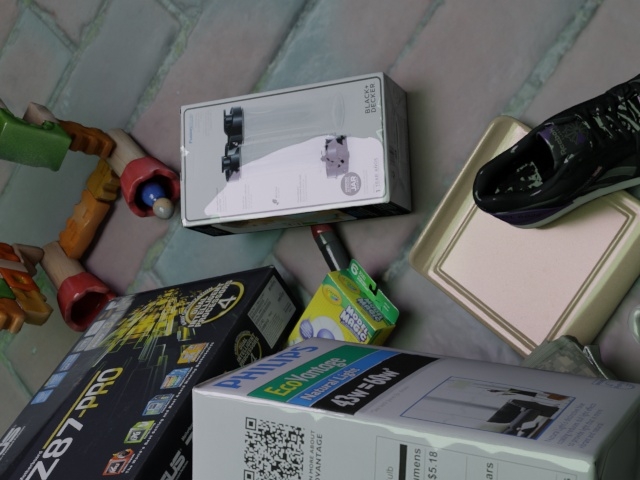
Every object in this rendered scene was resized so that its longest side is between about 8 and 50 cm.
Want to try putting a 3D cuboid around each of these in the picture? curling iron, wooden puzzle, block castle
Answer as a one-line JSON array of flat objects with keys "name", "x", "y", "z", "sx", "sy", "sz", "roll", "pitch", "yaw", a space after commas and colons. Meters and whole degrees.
[{"name": "curling iron", "x": 0.000, "y": 0.000, "z": 1.394, "sx": 0.274, "sy": 0.035, "sz": 0.068, "roll": 57, "pitch": 133, "yaw": 20}, {"name": "wooden puzzle", "x": 0.246, "y": 0.005, "z": 1.219, "sx": 0.239, "sy": 0.044, "sz": 0.221, "roll": 39, "pitch": 108, "yaw": 26}, {"name": "block castle", "x": -0.444, "y": -0.034, "z": 1.453, "sx": 0.213, "sy": 0.453, "sz": 0.303, "roll": 45, "pitch": 111, "yaw": 39}]

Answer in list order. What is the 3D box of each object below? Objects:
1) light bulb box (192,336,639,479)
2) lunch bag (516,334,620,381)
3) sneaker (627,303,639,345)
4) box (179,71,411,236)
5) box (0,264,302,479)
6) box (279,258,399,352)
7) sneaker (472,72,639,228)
[{"name": "light bulb box", "x": 0.089, "y": 0.299, "z": 0.961, "sx": 0.361, "sy": 0.225, "sz": 0.357, "roll": 6, "pitch": 100, "yaw": 28}, {"name": "lunch bag", "x": 0.248, "y": 0.271, "z": 1.115, "sx": 0.235, "sy": 0.169, "sz": 0.287, "roll": 50, "pitch": 115, "yaw": 30}, {"name": "sneaker", "x": 0.409, "y": 0.120, "z": 1.047, "sx": 0.232, "sy": 0.115, "sz": 0.090, "roll": 18, "pitch": 97, "yaw": 35}, {"name": "box", "x": -0.036, "y": -0.106, "z": 1.351, "sx": 0.290, "sy": 0.087, "sz": 0.169, "roll": -7, "pitch": 79, "yaw": 22}, {"name": "box", "x": -0.236, "y": 0.206, "z": 1.355, "sx": 0.318, "sy": 0.395, "sz": 0.097, "roll": -14, "pitch": 120, "yaw": 37}, {"name": "box", "x": 0.024, "y": 0.118, "z": 1.339, "sx": 0.105, "sy": 0.043, "sz": 0.179, "roll": 49, "pitch": 126, "yaw": 27}, {"name": "sneaker", "x": 0.289, "y": -0.099, "z": 1.099, "sx": 0.283, "sy": 0.124, "sz": 0.107, "roll": -34, "pitch": 71, "yaw": 22}]
